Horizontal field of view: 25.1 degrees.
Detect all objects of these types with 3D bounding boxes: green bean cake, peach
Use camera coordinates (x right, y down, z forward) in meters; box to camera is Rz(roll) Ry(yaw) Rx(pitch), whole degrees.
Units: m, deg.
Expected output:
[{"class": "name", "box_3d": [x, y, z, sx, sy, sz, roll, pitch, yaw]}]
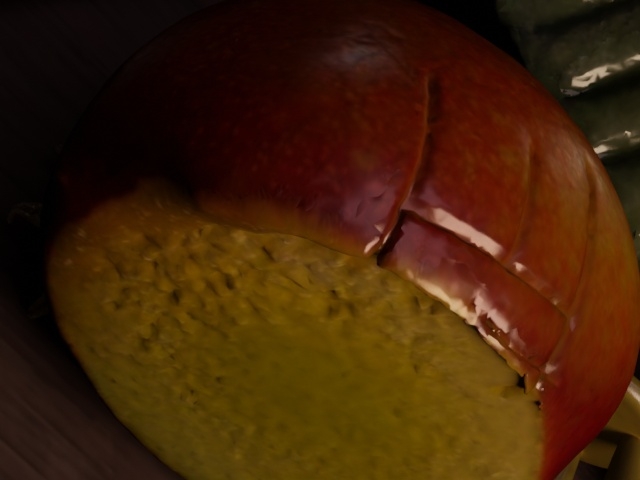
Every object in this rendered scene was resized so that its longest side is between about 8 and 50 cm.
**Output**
[{"class": "green bean cake", "box_3d": [0.168, -0.084, 0.801, 0.124, 0.222, 0.227, -15, 84, 9]}, {"class": "peach", "box_3d": [0.000, 0.000, 0.651, 0.274, 0.248, 0.245, 44, 20, -42]}]

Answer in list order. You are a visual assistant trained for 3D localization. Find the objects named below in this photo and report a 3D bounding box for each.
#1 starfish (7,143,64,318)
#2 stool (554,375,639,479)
[{"class": "starfish", "box_3d": [-0.115, -0.004, 0.704, 0.078, 0.028, 0.091, -10, 89, -41]}, {"class": "stool", "box_3d": [0.119, 0.125, 0.785, 0.110, 0.134, 0.135, -56, 155, -27]}]
